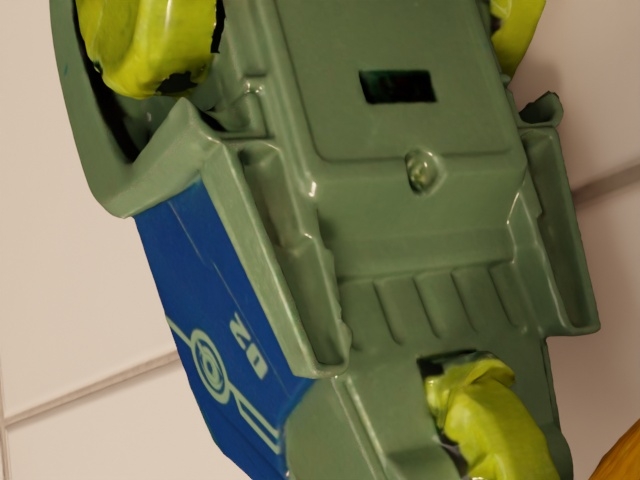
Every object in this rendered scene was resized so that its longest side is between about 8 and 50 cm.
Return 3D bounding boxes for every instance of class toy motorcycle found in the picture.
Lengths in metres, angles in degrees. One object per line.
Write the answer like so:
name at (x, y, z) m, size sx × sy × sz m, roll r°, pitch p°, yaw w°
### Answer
toy motorcycle at (0.000, 0.000, 0.518) m, size 0.200 × 0.191 × 0.326 m, roll -36°, pitch 63°, yaw 56°

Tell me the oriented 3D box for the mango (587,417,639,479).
mango at (0.122, 0.147, 0.351) m, size 0.144 × 0.187 × 0.359 m, roll 29°, pitch 112°, yaw 9°
